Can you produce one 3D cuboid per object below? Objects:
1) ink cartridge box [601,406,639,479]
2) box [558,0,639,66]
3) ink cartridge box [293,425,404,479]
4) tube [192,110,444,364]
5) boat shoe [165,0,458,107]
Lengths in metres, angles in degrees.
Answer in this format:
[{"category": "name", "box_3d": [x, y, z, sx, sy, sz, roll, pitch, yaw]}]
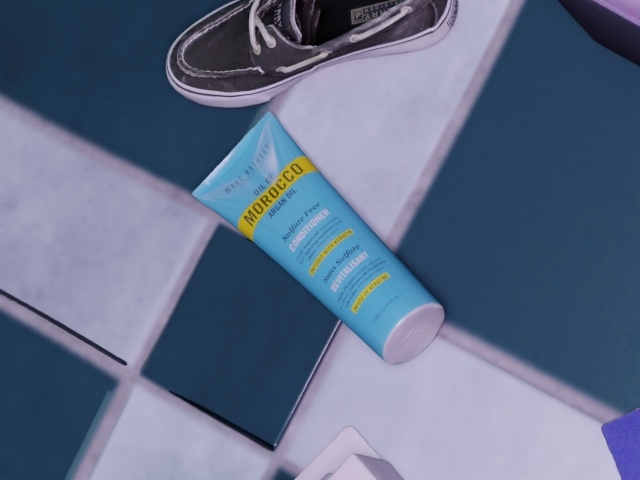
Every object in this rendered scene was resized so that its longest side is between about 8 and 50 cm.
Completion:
[{"category": "ink cartridge box", "box_3d": [0.341, 0.184, 1.136, 0.304, 0.072, 0.307, -27, 71, 18]}, {"category": "box", "box_3d": [0.329, -0.200, 1.166, 0.296, 0.183, 0.294, 33, 95, 27]}, {"category": "ink cartridge box", "box_3d": [0.030, 0.212, 1.274, 0.104, 0.060, 0.180, -47, 64, 9]}, {"category": "tube", "box_3d": [0.000, 0.000, 1.347, 0.080, 0.052, 0.207, -44, 58, -2]}, {"category": "boat shoe", "box_3d": [-0.017, -0.152, 1.371, 0.219, 0.070, 0.077, -15, 72, 21]}]
